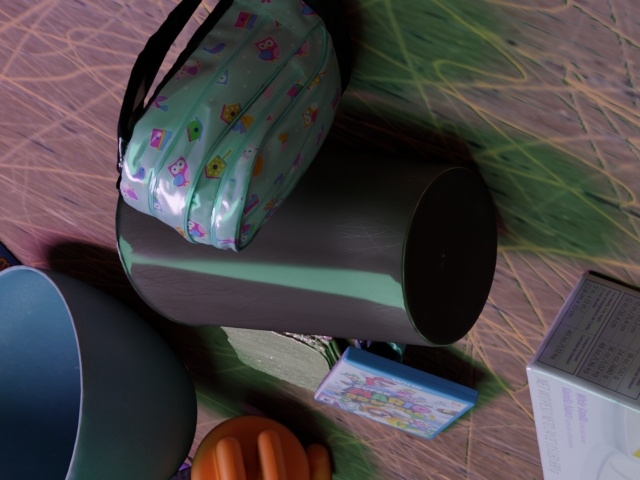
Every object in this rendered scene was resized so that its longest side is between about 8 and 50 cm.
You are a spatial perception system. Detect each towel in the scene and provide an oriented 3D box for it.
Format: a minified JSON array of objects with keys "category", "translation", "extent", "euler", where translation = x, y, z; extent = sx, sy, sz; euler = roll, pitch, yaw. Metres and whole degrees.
[{"category":"towel","translation":[-0.032,0.102,1.524],"extent":[0.148,0.027,0.110],"euler":[17,150,31]}]

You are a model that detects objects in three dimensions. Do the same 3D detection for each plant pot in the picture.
[{"category":"plant pot","translation":[-0.247,0.181,1.687],"extent":[0.195,0.290,0.290],"euler":[9,175,-40]}]

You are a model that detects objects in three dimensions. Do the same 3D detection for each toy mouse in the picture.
[{"category":"toy mouse","translation":[0.027,0.068,1.389],"extent":[0.161,0.031,0.143],"euler":[22,151,26]}]

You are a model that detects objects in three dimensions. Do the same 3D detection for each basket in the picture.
[{"category":"basket","translation":[0.000,0.000,1.172],"extent":[0.227,0.154,0.204],"euler":[7,174,36]}]

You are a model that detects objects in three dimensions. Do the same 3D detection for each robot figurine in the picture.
[{"category":"robot figurine","translation":[-0.076,0.261,1.712],"extent":[0.128,0.158,0.219],"euler":[41,162,8]}]

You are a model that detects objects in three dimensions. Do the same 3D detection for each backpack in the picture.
[{"category":"backpack","translation":[-0.055,-0.084,1.060],"extent":[0.115,0.182,0.152],"euler":[26,152,20]}]

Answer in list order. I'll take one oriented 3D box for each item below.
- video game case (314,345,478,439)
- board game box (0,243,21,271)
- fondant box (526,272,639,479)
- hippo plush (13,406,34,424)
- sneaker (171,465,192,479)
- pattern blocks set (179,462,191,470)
[{"category":"video game case","translation":[0.064,0.138,1.429],"extent":[0.119,0.015,0.166],"euler":[20,160,-3]},{"category":"board game box","translation":[-0.425,-0.010,1.798],"extent":[0.136,0.035,0.201],"euler":[1,138,49]},{"category":"fondant box","translation":[0.321,0.177,1.148],"extent":[0.330,0.096,0.238],"euler":[20,150,27]},{"category":"hippo plush","translation":[-0.439,0.192,1.888],"extent":[0.234,0.294,0.236],"euler":[12,151,-2]},{"category":"sneaker","translation":[-0.043,0.417,1.936],"extent":[0.384,0.145,0.147],"euler":[35,154,5]},{"category":"pattern blocks set","translation":[-0.159,0.365,2.119],"extent":[0.285,0.026,0.325],"euler":[22,151,26]}]
